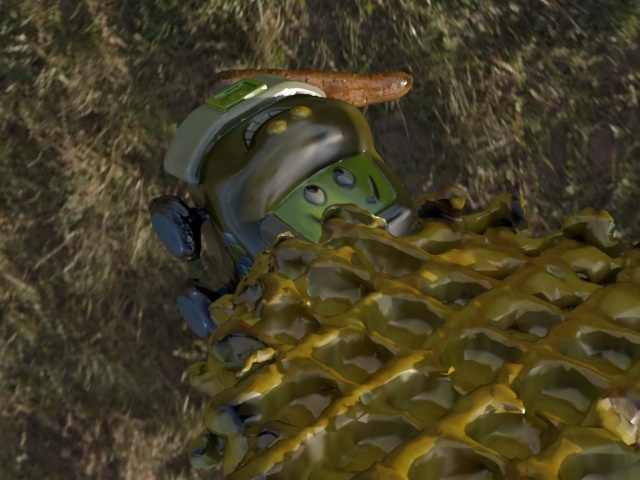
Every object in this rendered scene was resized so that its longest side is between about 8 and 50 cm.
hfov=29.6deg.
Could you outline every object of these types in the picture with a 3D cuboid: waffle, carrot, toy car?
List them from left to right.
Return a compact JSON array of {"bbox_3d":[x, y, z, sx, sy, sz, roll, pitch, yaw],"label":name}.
[{"bbox_3d":[-0.008,-0.134,1.075,0.191,0.047,0.047,-5,111,-9],"label":"carrot"},{"bbox_3d":[0.000,0.000,0.987,0.204,0.198,0.248,-34,126,-27],"label":"toy car"},{"bbox_3d":[0.063,0.049,0.452,0.228,0.232,0.051,-6,123,-7],"label":"waffle"}]
